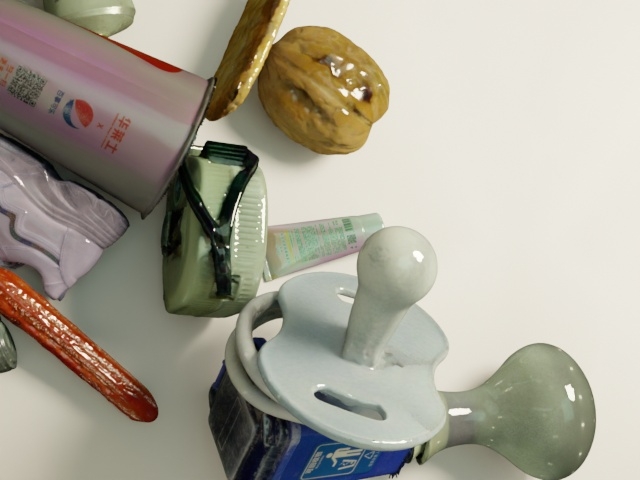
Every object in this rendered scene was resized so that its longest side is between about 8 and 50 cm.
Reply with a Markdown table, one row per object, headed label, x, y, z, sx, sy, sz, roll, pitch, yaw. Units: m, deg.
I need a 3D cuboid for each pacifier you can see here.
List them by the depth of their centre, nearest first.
| label | x | y | z | sx | sy | sz | roll | pitch | yaw |
| --- | --- | --- | --- | --- | --- | --- | --- | --- | --- |
| pacifier | 0.045 | 0.082 | 1.067 | 0.244 | 0.233 | 0.299 | 23 | 29 | -5 |

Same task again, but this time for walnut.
| label | x | y | z | sx | sy | sz | roll | pitch | yaw |
| --- | --- | --- | --- | --- | --- | --- | --- | --- | --- |
| walnut | -0.001 | -0.204 | 1.317 | 0.184 | 0.155 | 0.155 | 38 | 68 | -10 |

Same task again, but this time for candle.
| label | x | y | z | sx | sy | sz | roll | pitch | yaw |
| --- | --- | --- | --- | --- | --- | --- | --- | --- | --- |
| candle | -0.319 | 0.107 | 1.159 | 0.329 | 0.051 | 0.048 | 44 | 84 | -15 |

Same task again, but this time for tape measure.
| label | x | y | z | sx | sy | sz | roll | pitch | yaw |
| --- | --- | --- | --- | --- | --- | --- | --- | --- | --- |
| tape measure | -0.137 | -0.030 | 1.193 | 0.115 | 0.207 | 0.235 | 6 | 78 | -17 |

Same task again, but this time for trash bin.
| label | x | y | z | sx | sy | sz | roll | pitch | yaw |
| --- | --- | --- | --- | --- | --- | --- | --- | --- | --- |
| trash bin | -0.008 | 0.213 | 1.204 | 0.235 | 0.162 | 0.184 | 3 | 40 | -28 |

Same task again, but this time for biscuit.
| label | x | y | z | sx | sy | sz | roll | pitch | yaw |
| --- | --- | --- | --- | --- | --- | --- | --- | --- | --- |
| biscuit | -0.093 | -0.264 | 1.309 | 0.029 | 0.118 | 0.247 | 30 | 69 | -25 |

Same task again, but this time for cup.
| label | x | y | z | sx | sy | sz | roll | pitch | yaw |
| --- | --- | --- | --- | --- | --- | --- | --- | --- | --- |
| cup | -0.293 | -0.174 | 1.162 | 0.289 | 0.203 | 0.203 | 26 | 70 | -16 |

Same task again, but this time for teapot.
| label | x | y | z | sx | sy | sz | roll | pitch | yaw |
| --- | --- | --- | --- | --- | --- | --- | --- | --- | --- |
| teapot | -0.392 | 0.118 | 1.140 | 0.057 | 0.066 | 0.088 | -20 | 63 | -7 |
| teapot | 0.228 | 0.233 | 1.301 | 0.251 | 0.183 | 0.183 | -3 | 79 | -12 |

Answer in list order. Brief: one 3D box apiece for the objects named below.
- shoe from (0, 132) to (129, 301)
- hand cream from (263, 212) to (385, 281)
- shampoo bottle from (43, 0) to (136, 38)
| label | x | y | z | sx | sy | sz | roll | pitch | yaw |
| --- | --- | --- | --- | --- | --- | --- | --- | --- | --- |
| shoe | -0.363 | -0.038 | 1.169 | 0.245 | 0.095 | 0.137 | 33 | 85 | -7 |
| hand cream | 0.000 | 0.000 | 1.329 | 0.174 | 0.047 | 0.076 | -13 | 83 | -15 |
| shampoo bottle | -0.304 | -0.332 | 1.257 | 0.118 | 0.087 | 0.234 | -11 | 83 | -19 |
